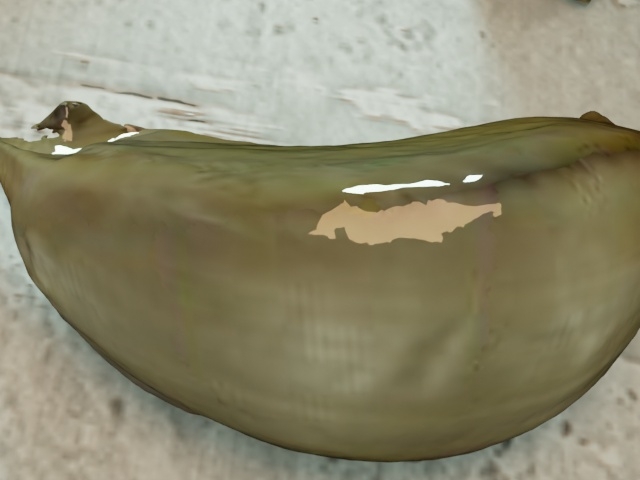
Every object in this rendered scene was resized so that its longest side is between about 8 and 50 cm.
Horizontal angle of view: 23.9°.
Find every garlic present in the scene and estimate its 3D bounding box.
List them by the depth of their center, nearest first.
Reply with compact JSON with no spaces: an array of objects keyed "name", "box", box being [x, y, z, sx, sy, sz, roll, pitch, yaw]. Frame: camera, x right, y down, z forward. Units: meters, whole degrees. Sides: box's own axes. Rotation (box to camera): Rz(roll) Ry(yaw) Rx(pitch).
[{"name":"garlic","box":[-0.011,0.007,0.664,0.338,0.151,0.196,-1,31,-2]}]

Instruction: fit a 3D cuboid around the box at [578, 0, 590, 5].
[{"name":"box","box":[0.178,-0.289,0.782,0.091,0.274,0.221,29,55,12]}]
